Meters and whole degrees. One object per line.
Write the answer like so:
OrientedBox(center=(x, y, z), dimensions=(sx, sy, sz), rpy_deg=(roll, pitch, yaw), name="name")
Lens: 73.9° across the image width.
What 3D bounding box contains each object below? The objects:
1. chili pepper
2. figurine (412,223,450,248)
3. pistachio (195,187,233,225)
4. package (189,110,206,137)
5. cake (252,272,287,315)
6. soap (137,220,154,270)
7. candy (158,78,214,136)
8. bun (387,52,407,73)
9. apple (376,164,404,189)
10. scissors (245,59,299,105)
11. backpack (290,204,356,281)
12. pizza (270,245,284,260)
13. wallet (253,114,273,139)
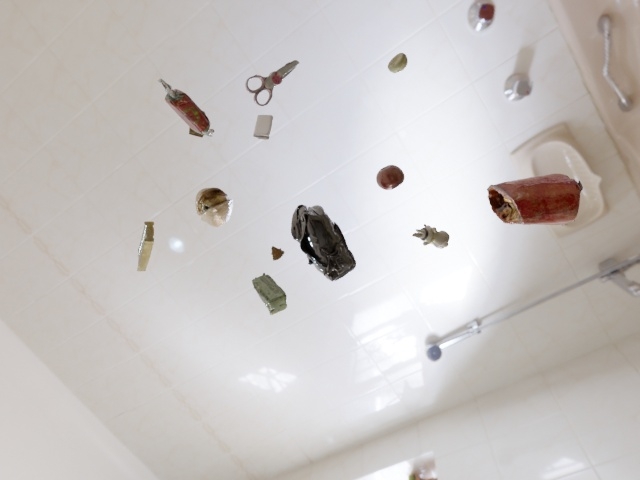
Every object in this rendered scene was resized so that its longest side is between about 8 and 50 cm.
OrientedBox(center=(0.870, -0.147, 1.751), dimensions=(0.251, 0.306, 0.229), rpy_deg=(-105, 6, -47), name="chili pepper")
OrientedBox(center=(0.410, -0.018, 1.626), dimensions=(0.146, 0.081, 0.098), rpy_deg=(18, -173, -10), name="figurine")
OrientedBox(center=(-0.516, -0.169, 2.094), dimensions=(0.187, 0.188, 0.299), rpy_deg=(60, 163, 3), name="pistachio")
OrientedBox(center=(-0.576, -0.556, 1.999), dimensions=(0.071, 0.131, 0.047), rpy_deg=(13, -150, -1), name="package")
OrientedBox(center=(-0.249, 0.258, 2.060), dimensions=(0.235, 0.100, 0.099), rpy_deg=(38, 141, 49), name="cake")
OrientedBox(center=(-0.684, 0.027, 1.659), dimensions=(0.037, 0.252, 0.092), rpy_deg=(5, -122, -27), name="soap")
OrientedBox(center=(-0.435, -0.424, 1.401), dimensions=(0.086, 0.059, 0.292), rpy_deg=(27, 167, 31), name="candy")
OrientedBox(center=(0.312, -0.701, 1.696), dimensions=(0.055, 0.086, 0.086), rpy_deg=(40, -155, -32), name="bun")
OrientedBox(center=(0.373, -0.343, 2.299), dimensions=(0.119, 0.154, 0.153), rpy_deg=(62, -164, -19), name="apple")
OrientedBox(center=(-0.178, -0.633, 1.668), dimensions=(0.031, 0.242, 0.118), rpy_deg=(28, 156, 57), name="scissors")
OrientedBox(center=(0.000, 0.000, 2.303), dimensions=(0.445, 0.255, 0.363), rpy_deg=(66, 169, -13), name="backpack")
OrientedBox(center=(-0.234, 0.062, 2.240), dimensions=(0.083, 0.025, 0.078), rpy_deg=(-36, -80, -32), name="pizza")
OrientedBox(center=(-0.207, -0.414, 1.547), dimensions=(0.025, 0.061, 0.122), rpy_deg=(100, 175, -51), name="wallet")
